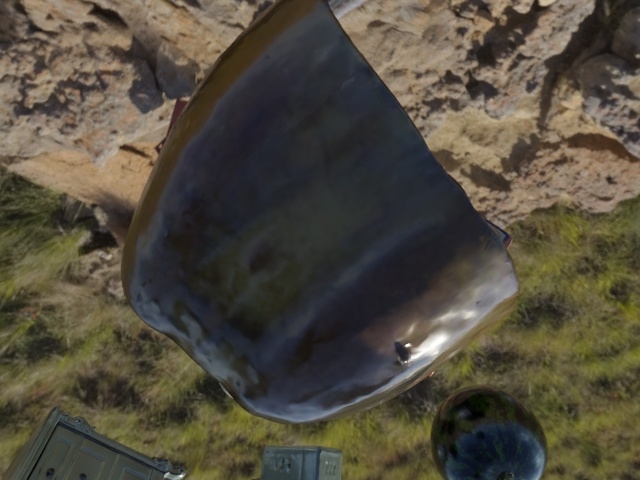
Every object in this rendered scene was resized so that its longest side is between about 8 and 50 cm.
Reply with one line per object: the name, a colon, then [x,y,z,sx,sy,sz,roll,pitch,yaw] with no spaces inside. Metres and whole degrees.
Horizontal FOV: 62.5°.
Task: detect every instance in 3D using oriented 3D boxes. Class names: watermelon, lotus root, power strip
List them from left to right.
power strip: [-0.071,0.589,1.321,0.225,0.140,0.139,-10,153,28]
lotus root: [0.000,0.000,0.456,0.250,0.316,0.316,-43,119,9]
watermelon: [0.394,0.473,1.245,0.269,0.269,0.268,-3,124,-5]

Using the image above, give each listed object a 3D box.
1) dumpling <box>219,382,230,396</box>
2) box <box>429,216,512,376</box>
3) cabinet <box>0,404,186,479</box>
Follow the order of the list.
dumpling: [-0.197,0.333,1.480,0.243,0.175,0.226,37,100,5]
box: [0.226,0.061,1.229,0.319,0.349,0.256,33,122,16]
cabinet: [-0.479,0.553,1.038,0.318,0.290,0.227,35,112,-17]
